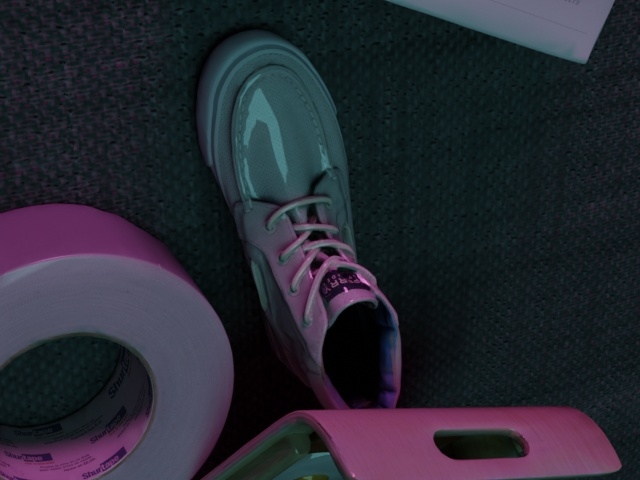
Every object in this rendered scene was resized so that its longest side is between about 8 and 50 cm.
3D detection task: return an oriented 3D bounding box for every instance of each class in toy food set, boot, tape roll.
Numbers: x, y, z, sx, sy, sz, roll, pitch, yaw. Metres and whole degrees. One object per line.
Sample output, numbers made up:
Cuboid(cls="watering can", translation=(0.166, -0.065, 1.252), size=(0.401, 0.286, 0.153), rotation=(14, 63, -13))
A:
Cuboid(cls="toy food set", translation=(0.023, 0.198, 0.877), size=(0.220, 0.092, 0.306), rotation=(4, 149, -35))
Cuboid(cls="boot", translation=(0.000, 0.000, 0.816), size=(0.095, 0.123, 0.258), rotation=(-25, 126, -13))
Cuboid(cls="tape roll", translation=(-0.168, 0.090, 0.812), size=(0.219, 0.072, 0.219), rotation=(-13, 121, -22))

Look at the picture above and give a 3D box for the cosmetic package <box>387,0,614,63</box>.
Cuboid(cls="cosmetic package", translation=(0.078, -0.244, 0.712), size=(0.224, 0.138, 0.224), rotation=(11, 110, -32))
